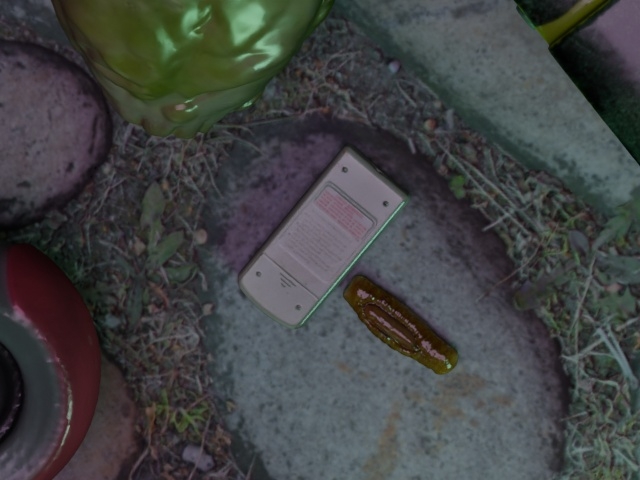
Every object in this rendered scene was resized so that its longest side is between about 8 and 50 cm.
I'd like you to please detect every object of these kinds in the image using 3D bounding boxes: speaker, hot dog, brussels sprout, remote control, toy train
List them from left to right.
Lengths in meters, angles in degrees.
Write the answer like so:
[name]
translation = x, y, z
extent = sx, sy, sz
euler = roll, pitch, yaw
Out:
[speaker]
translation = -0.355, 0.128, 1.837
extent = 0.294, 0.294, 0.294
euler = 2, 102, 8
[brussels sprout]
translation = -0.126, -0.264, 1.746
extent = 0.273, 0.243, 0.317
euler = 32, 111, -24
[remote control]
translation = 0.000, 0.000, 1.875
extent = 0.087, 0.029, 0.190
euler = 39, 104, 0
[hot dog]
translation = 0.079, 0.089, 1.883
extent = 0.137, 0.028, 0.044
euler = 40, 111, -2
[toy train]
translation = 0.316, -0.158, 1.671
extent = 0.179, 0.272, 0.442
euler = -38, 93, 17
